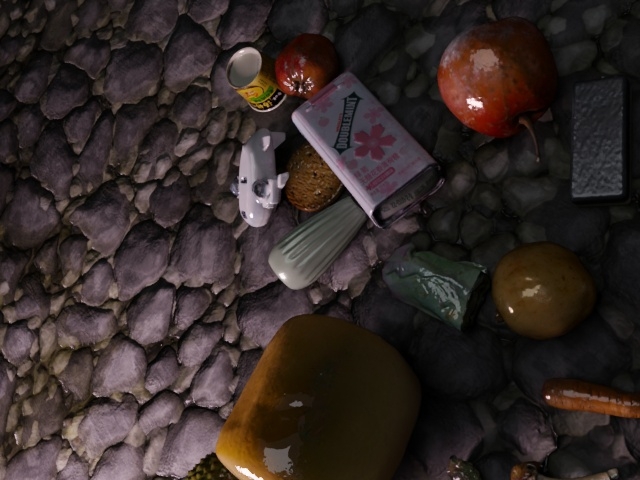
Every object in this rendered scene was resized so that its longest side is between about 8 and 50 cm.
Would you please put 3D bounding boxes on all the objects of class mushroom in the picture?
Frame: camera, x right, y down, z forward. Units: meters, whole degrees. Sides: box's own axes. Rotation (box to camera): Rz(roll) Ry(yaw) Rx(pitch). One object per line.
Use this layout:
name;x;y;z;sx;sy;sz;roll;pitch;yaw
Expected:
mushroom;0.438;0.428;1.334;0.186;0.061;0.060;-5;87;21

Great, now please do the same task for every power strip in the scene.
power strip;0.541;-0.194;1.425;0.105;0.070;0.257;-1;78;31

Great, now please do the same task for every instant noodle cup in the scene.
instant noodle cup;-0.168;-0.425;1.934;0.151;0.122;0.152;-8;75;31

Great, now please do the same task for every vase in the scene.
vase;0.000;0.000;1.707;0.248;0.128;0.128;-41;58;7

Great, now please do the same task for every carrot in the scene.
carrot;0.515;0.285;1.316;0.247;0.059;0.059;5;79;32

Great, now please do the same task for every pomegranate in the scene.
pomegranate;0.402;0.098;1.378;0.196;0.196;0.196;-10;71;31

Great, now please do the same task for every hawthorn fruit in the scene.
hawthorn fruit;-0.026;-0.454;1.847;0.162;0.162;0.204;-6;56;33
hawthorn fruit;0.363;-0.319;1.497;0.235;0.263;0.231;-40;22;-30

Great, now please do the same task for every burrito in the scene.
burrito;0.231;0.089;1.544;0.228;0.089;0.144;21;86;34

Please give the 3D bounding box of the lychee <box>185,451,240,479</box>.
lychee;-0.162;0.583;1.562;0.270;0.270;0.320;-47;38;14

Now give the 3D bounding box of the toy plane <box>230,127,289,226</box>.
toy plane;-0.145;-0.155;1.838;0.244;0.117;0.245;3;93;61

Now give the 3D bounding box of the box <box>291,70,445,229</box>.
box;0.105;-0.207;1.683;0.190;0.112;0.370;-37;59;3

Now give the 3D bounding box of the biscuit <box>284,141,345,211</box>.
biscuit;-0.009;-0.160;1.810;0.187;0.027;0.188;-10;71;30

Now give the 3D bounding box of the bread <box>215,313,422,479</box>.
bread;0.002;0.344;1.446;0.347;0.253;0.376;26;65;13

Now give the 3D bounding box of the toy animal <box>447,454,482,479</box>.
toy animal;0.302;0.508;1.390;0.086;0.069;0.220;-42;50;43
